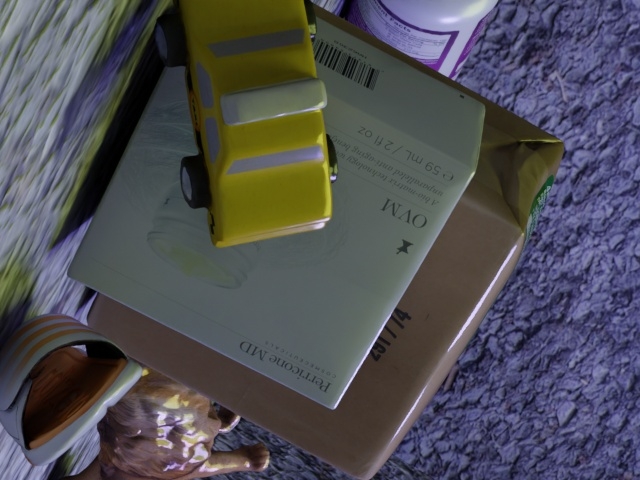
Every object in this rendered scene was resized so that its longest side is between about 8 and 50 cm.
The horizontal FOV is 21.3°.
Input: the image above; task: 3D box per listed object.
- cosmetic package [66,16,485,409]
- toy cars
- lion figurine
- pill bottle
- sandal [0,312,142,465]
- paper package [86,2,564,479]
[{"bbox_3d":[-0.031,-0.036,1.251,0.225,0.224,0.138,-61,-176,27],"label":"cosmetic package"},{"bbox_3d":[0.015,-0.178,1.090,0.394,0.176,0.087,-60,-161,-4],"label":"toy cars"},{"bbox_3d":[-0.224,0.270,1.962,0.240,0.142,0.392,5,133,-44],"label":"lion figurine"},{"bbox_3d":[0.130,-0.307,2.097,0.169,0.169,0.301,-59,178,-24],"label":"pill bottle"},{"bbox_3d":[-0.212,0.100,1.271,0.102,0.076,0.265,-45,-165,-15],"label":"sandal"},{"bbox_3d":[0.000,0.000,1.465,0.325,0.309,0.168,-63,178,35],"label":"paper package"}]
